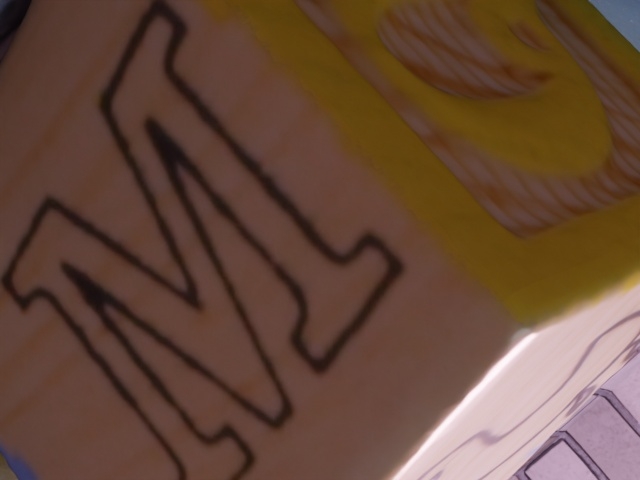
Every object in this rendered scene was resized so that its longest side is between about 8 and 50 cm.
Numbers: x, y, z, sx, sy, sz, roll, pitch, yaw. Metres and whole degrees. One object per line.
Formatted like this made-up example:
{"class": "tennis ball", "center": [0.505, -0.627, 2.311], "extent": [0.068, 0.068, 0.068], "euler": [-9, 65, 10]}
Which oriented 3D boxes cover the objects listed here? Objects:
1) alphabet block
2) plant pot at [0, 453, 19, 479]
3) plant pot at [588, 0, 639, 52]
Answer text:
{"class": "alphabet block", "center": [0.000, 0.000, 0.505], "extent": [0.192, 0.193, 0.197], "euler": [-21, 154, -50]}
{"class": "plant pot", "center": [-0.145, 0.196, 0.621], "extent": [0.276, 0.276, 0.254], "euler": [-44, 151, 12]}
{"class": "plant pot", "center": [0.190, -0.113, 0.616], "extent": [0.165, 0.165, 0.234], "euler": [-58, 179, -10]}
